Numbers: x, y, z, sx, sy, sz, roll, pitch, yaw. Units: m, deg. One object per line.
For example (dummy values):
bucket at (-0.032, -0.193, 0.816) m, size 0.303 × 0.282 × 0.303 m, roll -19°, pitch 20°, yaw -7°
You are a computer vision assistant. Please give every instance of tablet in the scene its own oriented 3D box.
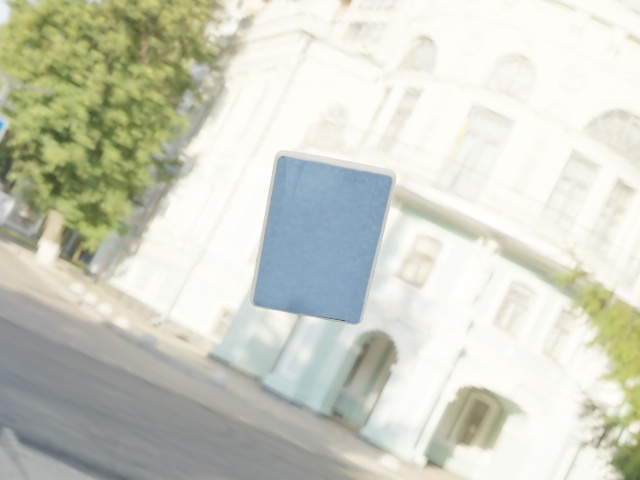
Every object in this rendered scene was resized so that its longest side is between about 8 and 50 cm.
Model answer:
tablet at (0.000, 0.000, 0.519) m, size 0.054 × 0.083 × 0.006 m, roll 10°, pitch 31°, yaw -2°
